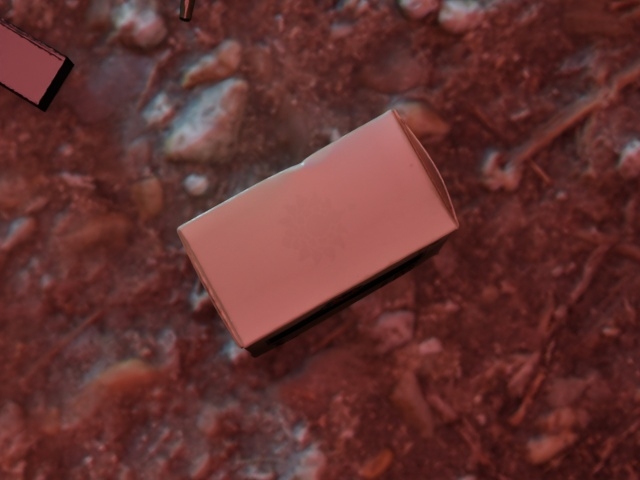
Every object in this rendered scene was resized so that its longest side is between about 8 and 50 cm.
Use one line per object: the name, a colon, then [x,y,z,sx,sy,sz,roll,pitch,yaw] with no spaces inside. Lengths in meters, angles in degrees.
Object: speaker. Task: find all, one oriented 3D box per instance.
speaker: [-0.278,-0.164,1.334,0.191,0.040,0.046,31,88,1]

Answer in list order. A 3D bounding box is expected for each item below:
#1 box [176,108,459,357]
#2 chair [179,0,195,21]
box: [0.000,0.000,1.239,0.168,0.212,0.095,-31,85,-2]
chair: [-0.145,-0.315,1.281,0.166,0.188,0.272,14,89,-1]
